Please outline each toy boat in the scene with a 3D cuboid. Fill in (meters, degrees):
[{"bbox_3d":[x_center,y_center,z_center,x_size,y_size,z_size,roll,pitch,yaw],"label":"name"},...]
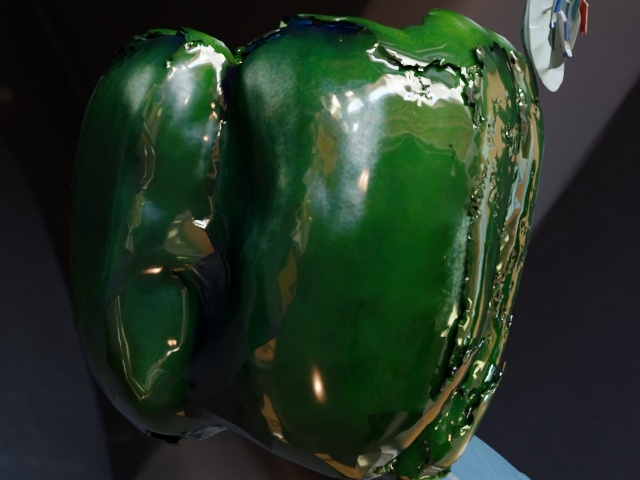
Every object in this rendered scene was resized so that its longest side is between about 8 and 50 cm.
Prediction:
[{"bbox_3d":[0.208,-0.176,1.612,0.034,0.149,0.105,-4,112,-15],"label":"toy boat"}]

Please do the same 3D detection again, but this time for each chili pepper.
[{"bbox_3d":[0.000,0.000,1.018,0.233,0.248,0.257,9,85,-47],"label":"chili pepper"}]

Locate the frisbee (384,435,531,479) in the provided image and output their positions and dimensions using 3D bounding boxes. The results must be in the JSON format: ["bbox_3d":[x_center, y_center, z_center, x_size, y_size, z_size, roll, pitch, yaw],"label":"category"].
[{"bbox_3d":[0.137,0.199,1.383,0.049,0.289,0.289,-47,141,9],"label":"frisbee"}]
